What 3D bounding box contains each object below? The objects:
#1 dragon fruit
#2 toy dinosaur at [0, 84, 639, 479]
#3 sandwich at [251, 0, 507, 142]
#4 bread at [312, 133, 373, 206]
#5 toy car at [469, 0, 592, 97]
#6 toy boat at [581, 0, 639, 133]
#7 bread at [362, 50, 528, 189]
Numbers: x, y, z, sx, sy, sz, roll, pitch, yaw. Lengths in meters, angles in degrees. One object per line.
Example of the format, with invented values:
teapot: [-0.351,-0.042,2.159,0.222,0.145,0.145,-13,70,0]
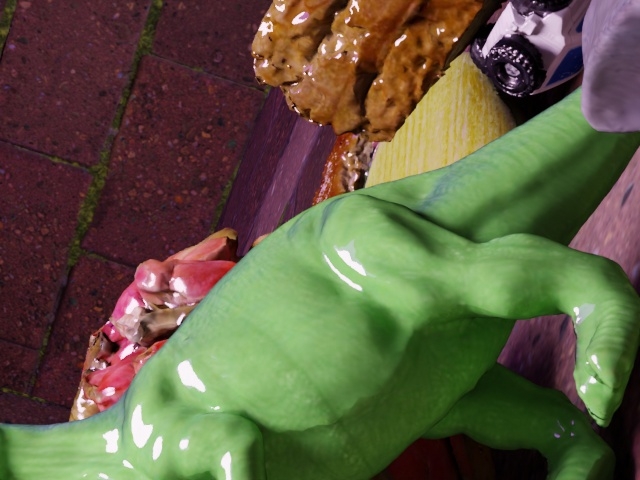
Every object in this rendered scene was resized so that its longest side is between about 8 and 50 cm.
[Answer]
dragon fruit: [-0.026,0.128,0.994,0.250,0.269,0.291,30,128,53]
toy dinosaur: [0.000,0.000,0.878,0.144,0.374,0.500,72,-153,-52]
sandwich: [0.102,-0.246,1.127,0.325,0.131,0.262,-52,-6,-47]
bread: [0.015,0.066,1.403,0.185,0.109,0.380,-169,99,-81]
toy car: [0.154,-0.154,1.040,0.171,0.070,0.080,-55,-4,-35]
toy boat: [0.217,-0.175,0.656,0.294,0.111,0.276,-63,15,-4]
bread: [0.087,-0.028,1.229,0.228,0.033,0.228,-44,36,45]
